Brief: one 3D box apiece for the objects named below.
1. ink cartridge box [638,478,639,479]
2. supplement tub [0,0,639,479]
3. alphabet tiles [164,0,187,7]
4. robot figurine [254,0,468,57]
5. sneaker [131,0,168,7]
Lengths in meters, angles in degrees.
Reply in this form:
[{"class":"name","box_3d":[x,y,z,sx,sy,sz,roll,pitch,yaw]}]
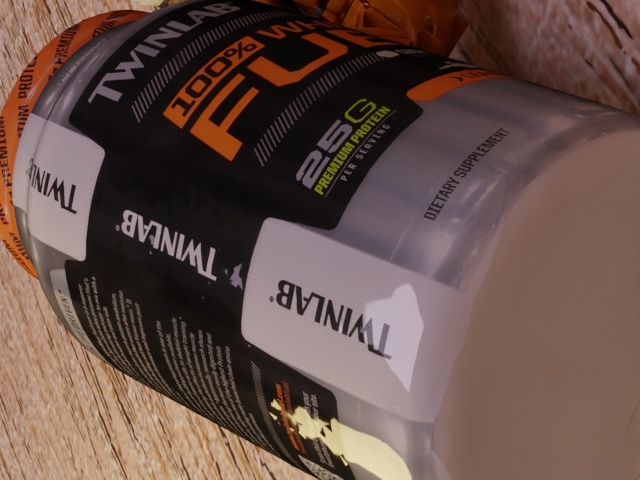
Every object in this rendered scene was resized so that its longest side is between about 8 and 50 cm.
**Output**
[{"class":"ink cartridge box","box_3d":[0.113,0.193,0.857,0.235,0.056,0.171,164,101,-68]},{"class":"supplement tub","box_3d":[0.000,0.000,0.794,0.316,0.194,0.193,22,116,41]},{"class":"alphabet tiles","box_3d":[-0.057,-0.112,1.230,0.285,0.011,0.342,118,140,-51]},{"class":"robot figurine","box_3d":[-0.028,-0.217,0.876,0.291,0.085,0.211,40,132,9]},{"class":"sneaker","box_3d":[-0.147,-0.308,1.262,0.100,0.108,0.271,175,98,-72]}]
